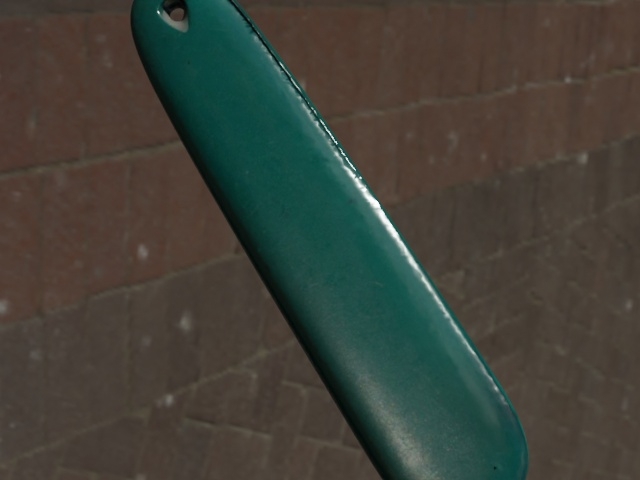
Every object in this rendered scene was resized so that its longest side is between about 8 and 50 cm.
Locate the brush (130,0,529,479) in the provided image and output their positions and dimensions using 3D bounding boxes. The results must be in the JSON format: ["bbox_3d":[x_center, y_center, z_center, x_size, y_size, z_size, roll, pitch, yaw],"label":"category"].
[{"bbox_3d":[0.000,0.000,0.419,0.043,0.193,0.032,-33,167,1],"label":"brush"}]
